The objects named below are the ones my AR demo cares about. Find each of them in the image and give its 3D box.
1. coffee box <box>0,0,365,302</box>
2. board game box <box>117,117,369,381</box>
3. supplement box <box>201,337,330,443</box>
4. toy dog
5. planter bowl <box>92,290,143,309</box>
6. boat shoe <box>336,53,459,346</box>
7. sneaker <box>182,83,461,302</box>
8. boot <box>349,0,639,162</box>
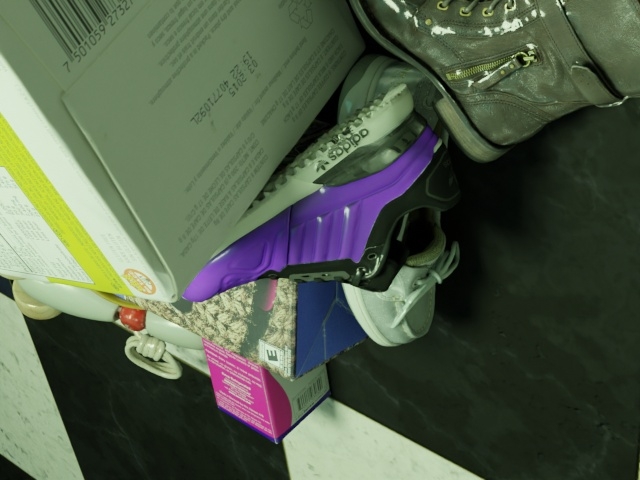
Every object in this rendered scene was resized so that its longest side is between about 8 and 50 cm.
[{"bbox_3d":[-0.227,-0.195,1.002,0.334,0.337,0.338,5,138,40],"label":"coffee box"},{"bbox_3d":[-0.088,-0.021,1.245,0.291,0.141,0.232,20,121,36],"label":"board game box"},{"bbox_3d":[-0.073,0.129,1.448,0.114,0.111,0.220,25,138,33],"label":"supplement box"},{"bbox_3d":[-0.290,0.042,1.595,0.334,0.161,0.220,26,151,-10],"label":"toy dog"},{"bbox_3d":[-0.215,-0.029,1.438,0.090,0.217,0.217,-118,7,-63],"label":"planter bowl"},{"bbox_3d":[0.086,-0.025,1.118,0.103,0.118,0.320,13,124,27],"label":"boat shoe"},{"bbox_3d":[0.000,0.000,1.029,0.293,0.102,0.146,-35,102,24],"label":"sneaker"},{"bbox_3d":[0.159,-0.193,0.911,0.263,0.091,0.229,52,141,-10],"label":"boot"}]
